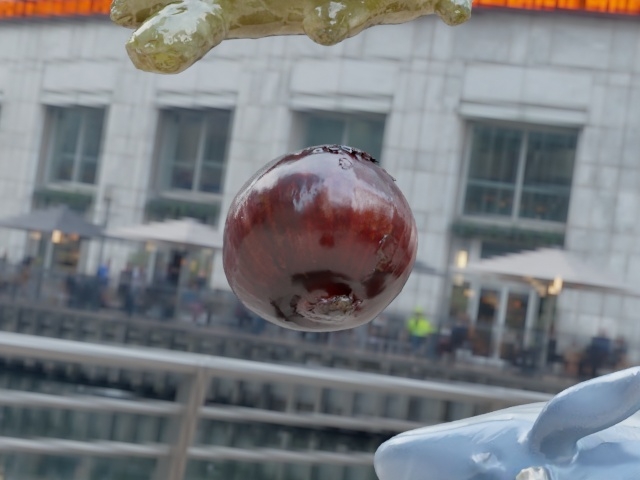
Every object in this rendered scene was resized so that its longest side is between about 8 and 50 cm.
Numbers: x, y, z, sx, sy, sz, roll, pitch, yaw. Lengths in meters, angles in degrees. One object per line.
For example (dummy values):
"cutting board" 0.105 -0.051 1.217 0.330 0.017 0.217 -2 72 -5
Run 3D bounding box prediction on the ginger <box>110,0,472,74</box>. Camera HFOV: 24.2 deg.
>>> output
"ginger" -0.007 -0.186 1.089 0.298 0.118 0.065 -11 -33 -15

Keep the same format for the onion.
"onion" 0.000 0.000 0.964 0.131 0.131 0.131 8 -4 1

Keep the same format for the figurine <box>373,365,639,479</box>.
"figurine" 0.096 0.134 0.527 0.208 0.184 0.128 39 -26 33
